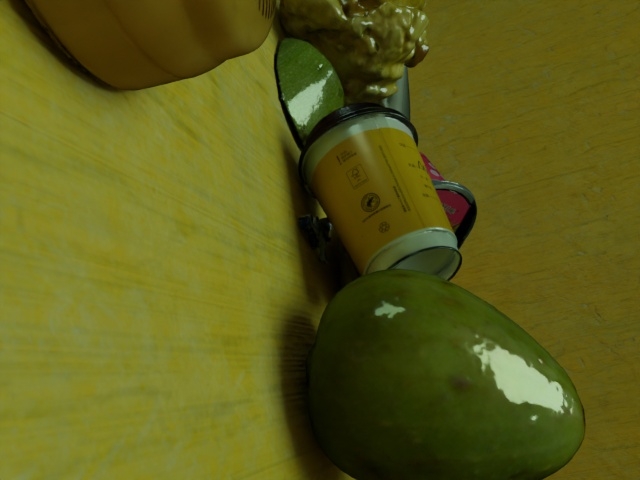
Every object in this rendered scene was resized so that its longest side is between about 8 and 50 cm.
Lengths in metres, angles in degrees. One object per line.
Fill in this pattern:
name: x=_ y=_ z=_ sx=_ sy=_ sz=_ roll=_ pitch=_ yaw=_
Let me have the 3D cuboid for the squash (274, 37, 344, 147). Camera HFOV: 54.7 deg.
squash: x=-0.004 y=-0.240 z=1.053 sx=0.184 sy=0.085 sz=0.192 roll=-89 pitch=158 yaw=-49

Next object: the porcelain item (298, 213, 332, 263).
porcelain item: x=0.000 y=0.000 z=0.947 sx=0.136 sy=0.021 sz=0.075 roll=2 pitch=74 yaw=-75

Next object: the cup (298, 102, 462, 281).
cup: x=0.089 y=-0.056 z=0.912 sx=0.196 sy=0.196 sz=0.279 roll=53 pitch=12 yaw=-57

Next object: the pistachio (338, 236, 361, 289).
pistachio: x=0.114 y=0.063 z=1.049 sx=0.213 sy=0.163 sz=0.260 roll=37 pitch=27 yaw=-10

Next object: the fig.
fig: x=0.142 y=0.178 z=0.728 sx=0.258 sy=0.326 sz=0.258 roll=17 pitch=90 yaw=-81

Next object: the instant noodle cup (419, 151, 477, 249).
instant noodle cup: x=0.171 y=-0.079 z=1.290 sx=0.302 sy=0.258 sz=0.181 roll=57 pitch=9 yaw=-49

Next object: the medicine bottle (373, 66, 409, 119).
medicine bottle: x=0.153 y=-0.274 z=1.500 sx=0.282 sy=0.123 sz=0.375 roll=73 pitch=20 yaw=-49

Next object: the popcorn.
popcorn: x=0.064 y=-0.390 z=1.142 sx=0.332 sy=0.265 sz=0.225 roll=27 pitch=52 yaw=-48

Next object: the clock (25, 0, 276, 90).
clock: x=-0.128 y=-0.275 z=0.441 sx=0.244 sy=0.200 sz=0.317 roll=-61 pitch=142 yaw=-66
